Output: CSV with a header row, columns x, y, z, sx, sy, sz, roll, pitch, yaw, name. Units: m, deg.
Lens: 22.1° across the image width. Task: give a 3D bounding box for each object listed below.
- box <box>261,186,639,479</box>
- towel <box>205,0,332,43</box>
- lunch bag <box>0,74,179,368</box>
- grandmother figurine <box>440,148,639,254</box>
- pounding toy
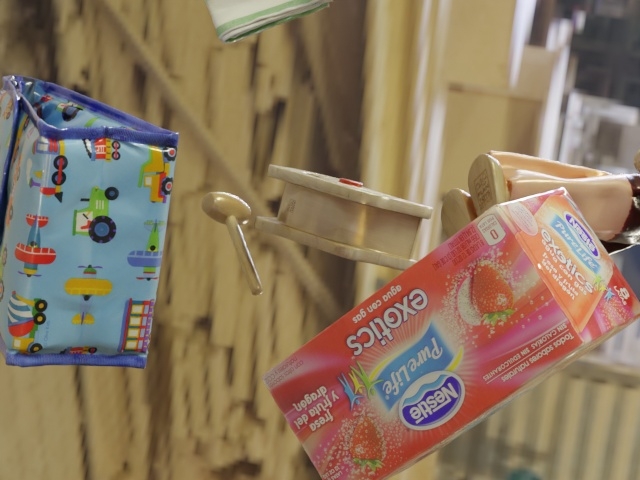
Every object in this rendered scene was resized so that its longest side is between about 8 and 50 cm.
x,y,z,sx,sy,sz,roll,pitch,yaw,name
0.117,0.095,1.478,0.300,0.142,0.154,-38,169,30,box
-0.064,-0.269,1.517,0.023,0.113,0.152,52,18,-79,towel
-0.261,-0.028,1.562,0.293,0.138,0.221,29,-67,59,lunch bag
0.315,-0.040,1.762,0.208,0.342,0.104,137,-50,-58,grandmother figurine
0.000,0.000,1.919,0.154,0.269,0.155,10,96,-50,pounding toy
